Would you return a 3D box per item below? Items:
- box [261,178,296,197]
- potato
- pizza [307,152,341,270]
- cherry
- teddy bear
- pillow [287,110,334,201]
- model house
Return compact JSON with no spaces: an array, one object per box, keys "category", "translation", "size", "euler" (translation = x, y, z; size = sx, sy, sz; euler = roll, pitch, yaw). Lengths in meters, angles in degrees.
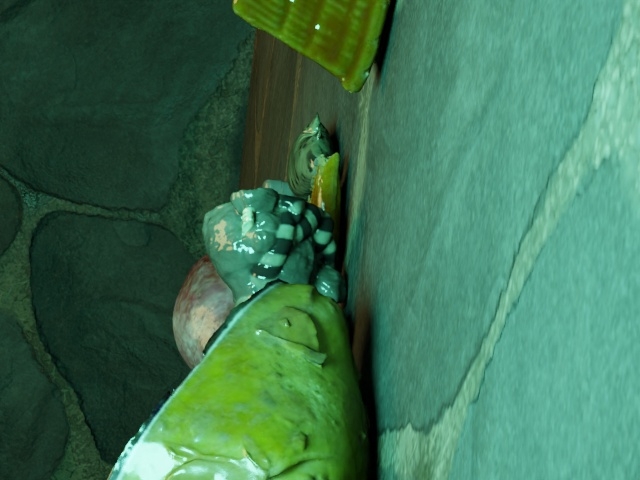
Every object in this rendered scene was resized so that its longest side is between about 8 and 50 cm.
[{"category":"box","translation":[-0.071,0.037,2.188],"size":[0.103,0.055,0.244],"euler":[127,149,-77]},{"category":"potato","translation":[-0.038,0.197,1.301],"size":[0.300,0.196,0.246],"euler":[-53,-12,-38]},{"category":"pizza","translation":[0.000,0.000,1.703],"size":[0.176,0.036,0.185],"euler":[137,137,-83]},{"category":"cherry","translation":[-0.093,0.104,1.834],"size":[0.250,0.175,0.192],"euler":[-112,40,-71]},{"category":"teddy bear","translation":[-0.029,0.074,1.552],"size":[0.171,0.144,0.251],"euler":[0,-101,-63]},{"category":"pillow","translation":[-0.012,-0.103,1.823],"size":[0.241,0.051,0.093],"euler":[132,143,-83]},{"category":"model house","translation":[-0.007,-0.285,1.481],"size":[0.219,0.229,0.199],"euler":[-3,-57,-54]}]
